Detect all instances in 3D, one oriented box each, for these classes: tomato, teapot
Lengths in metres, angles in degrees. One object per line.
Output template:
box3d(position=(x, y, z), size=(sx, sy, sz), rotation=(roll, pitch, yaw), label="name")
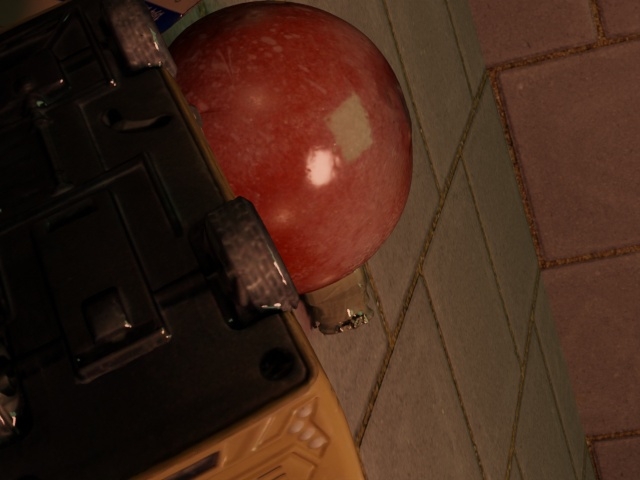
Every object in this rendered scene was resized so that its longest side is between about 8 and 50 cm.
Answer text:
box3d(position=(-0.029, -0.086, 1.107), size=(0.270, 0.227, 0.270), rotation=(-14, 90, -72), label="tomato")
box3d(position=(0.000, 0.000, 1.382), size=(0.107, 0.077, 0.200), rotation=(-106, 179, -74), label="teapot")

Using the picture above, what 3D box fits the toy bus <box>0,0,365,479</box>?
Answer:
box3d(position=(-0.116, 0.023, 0.696), size=(0.365, 0.177, 0.201), rotation=(61, -4, 43), label="toy bus")

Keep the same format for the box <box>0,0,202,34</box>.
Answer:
box3d(position=(-0.160, -0.230, 0.857), size=(0.065, 0.200, 0.343), rotation=(57, 16, 11), label="box")
